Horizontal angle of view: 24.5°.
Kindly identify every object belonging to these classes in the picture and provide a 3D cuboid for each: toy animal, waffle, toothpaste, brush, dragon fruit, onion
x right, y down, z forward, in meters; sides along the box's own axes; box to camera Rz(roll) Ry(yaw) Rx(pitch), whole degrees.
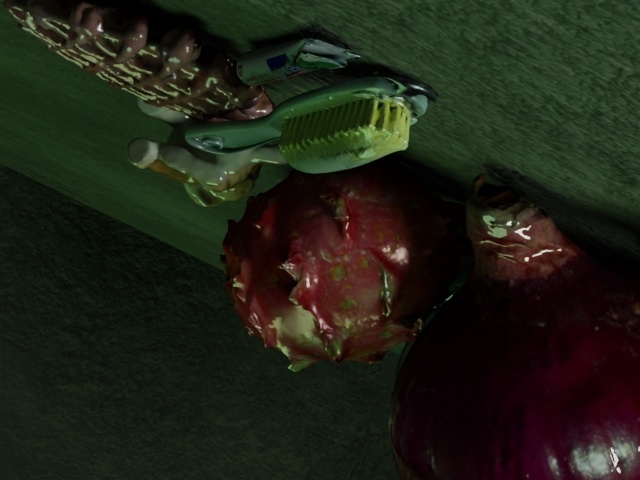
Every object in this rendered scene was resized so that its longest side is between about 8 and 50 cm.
[{"bbox_3d":[-0.080,-0.079,1.486,0.184,0.104,0.185,14,166,16],"label":"toy animal"},{"bbox_3d":[-0.152,-0.156,1.285,0.234,0.055,0.221,18,174,23],"label":"waffle"},{"bbox_3d":[-0.026,-0.139,1.131,0.045,0.028,0.170,19,172,-25],"label":"toothpaste"},{"bbox_3d":[-0.021,-0.079,1.192,0.068,0.060,0.297,21,164,-34],"label":"brush"},{"bbox_3d":[0.038,0.015,1.425,0.268,0.205,0.210,-12,155,-4],"label":"dragon fruit"},{"bbox_3d":[0.212,0.111,1.329,0.348,0.347,0.385,13,131,54],"label":"onion"}]

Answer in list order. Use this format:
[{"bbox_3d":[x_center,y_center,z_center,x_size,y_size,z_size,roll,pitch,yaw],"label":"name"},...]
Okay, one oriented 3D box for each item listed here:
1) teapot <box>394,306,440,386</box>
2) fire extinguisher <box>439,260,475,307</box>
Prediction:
[{"bbox_3d":[0.296,0.225,1.964,0.344,0.253,0.300,20,-163,-45],"label":"teapot"},{"bbox_3d":[0.179,0.051,1.640,0.294,0.093,0.118,28,-152,-37],"label":"fire extinguisher"}]
